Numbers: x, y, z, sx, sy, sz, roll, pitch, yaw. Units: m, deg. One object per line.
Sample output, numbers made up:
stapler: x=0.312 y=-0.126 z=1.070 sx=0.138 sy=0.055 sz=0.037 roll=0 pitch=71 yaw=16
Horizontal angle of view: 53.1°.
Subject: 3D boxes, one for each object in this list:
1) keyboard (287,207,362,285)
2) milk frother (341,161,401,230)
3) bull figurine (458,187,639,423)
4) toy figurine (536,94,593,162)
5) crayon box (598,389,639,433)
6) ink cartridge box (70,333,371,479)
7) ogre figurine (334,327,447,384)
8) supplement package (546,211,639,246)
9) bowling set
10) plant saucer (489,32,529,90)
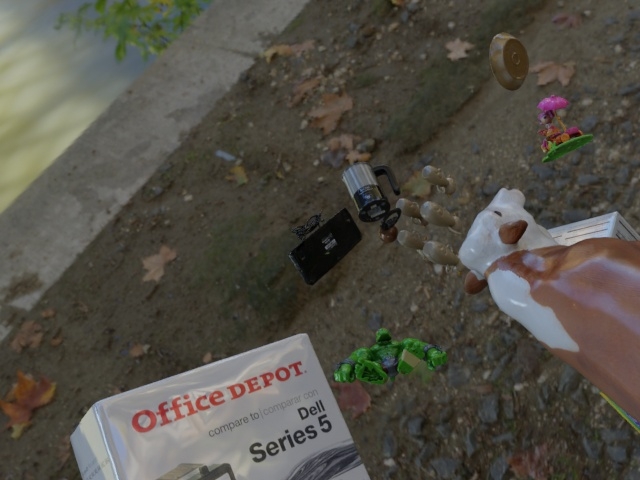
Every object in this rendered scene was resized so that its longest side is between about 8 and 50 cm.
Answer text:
keyboard: x=0.000 y=0.000 z=1.161 sx=0.038 sy=0.100 sz=0.192 roll=-20 pitch=13 yaw=41
milk frother: x=0.134 y=-0.108 z=1.626 sx=0.129 sy=0.143 sz=0.135 roll=-13 pitch=54 yaw=-9
bull figurine: x=0.233 y=0.053 z=0.442 sx=0.188 sy=0.101 sz=0.310 roll=-10 pitch=32 yaw=-15
toy figurine: x=0.665 y=-0.327 z=1.813 sx=0.130 sy=0.173 sz=0.159 roll=-14 pitch=78 yaw=-18
crayon box: x=0.857 y=0.430 z=1.593 sx=0.278 sy=0.165 sz=0.081 roll=44 pitch=61 yaw=-8
ink cartridge box: x=-0.060 y=0.238 z=0.521 sx=0.198 sy=0.115 sz=0.273 roll=-13 pitch=70 yaw=-35
ogre figurine: x=0.124 y=0.221 z=1.192 sx=0.197 sy=0.118 sz=0.097 roll=-31 pitch=95 yaw=2
supplement package: x=0.533 y=0.100 z=1.221 sx=0.204 sy=0.262 sz=0.145 roll=-21 pitch=34 yaw=53
bowling set: x=0.271 y=-0.041 z=1.712 sx=0.199 sy=0.154 sz=0.287 roll=-15 pitch=61 yaw=43
plant saucer: x=0.272 y=-0.256 z=0.908 sx=0.015 sy=0.083 sz=0.083 roll=-5 pitch=46 yaw=54
